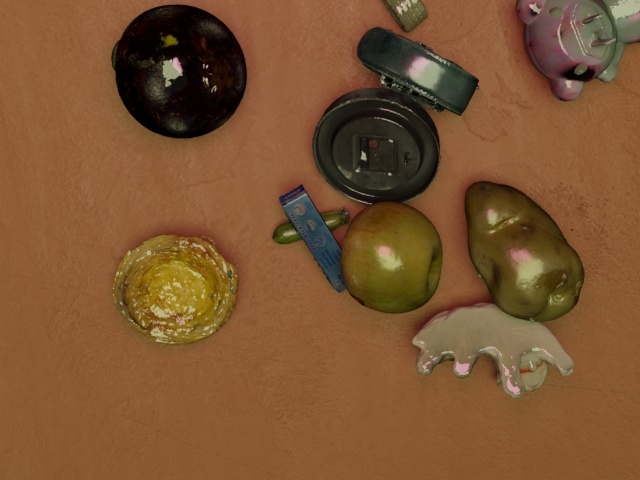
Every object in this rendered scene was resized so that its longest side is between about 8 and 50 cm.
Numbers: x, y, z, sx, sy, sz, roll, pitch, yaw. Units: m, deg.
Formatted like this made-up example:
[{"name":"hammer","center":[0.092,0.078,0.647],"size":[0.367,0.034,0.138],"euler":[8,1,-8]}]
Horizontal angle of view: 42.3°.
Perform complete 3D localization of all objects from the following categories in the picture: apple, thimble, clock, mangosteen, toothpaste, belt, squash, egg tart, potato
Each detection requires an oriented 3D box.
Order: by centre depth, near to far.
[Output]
[{"name":"mangosteen","center":[-0.295,-0.347,1.699],"size":[0.288,0.288,0.288],"euler":[0,103,-2]},{"name":"belt","center":[0.199,-0.353,1.733],"size":[0.267,0.206,0.116],"euler":[27,101,-5]},{"name":"thimble","center":[0.176,-0.504,1.762],"size":[0.062,0.084,0.110],"euler":[-36,89,4]},{"name":"clock","center":[0.122,-0.199,1.776],"size":[0.280,0.055,0.281],"euler":[8,132,9]},{"name":"apple","center":[0.158,0.039,1.800],"size":[0.194,0.261,0.261],"euler":[11,104,24]},{"name":"potato","center":[0.437,0.016,1.825],"size":[0.218,0.202,0.351],"euler":[-26,81,-24]},{"name":"toothpaste","center":[0.000,0.000,1.840],"size":[0.066,0.053,0.272],"euler":[-30,121,4]},{"name":"egg tart","center":[-0.319,0.099,1.871],"size":[0.290,0.107,0.291],"euler":[0,107,-1]},{"name":"squash","center":[-0.022,-0.032,1.877],"size":[0.183,0.052,0.052],"euler":[-18,103,1]}]

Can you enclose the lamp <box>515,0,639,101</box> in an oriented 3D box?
[{"name":"lamp","center":[0.578,-0.449,1.713],"size":[0.301,0.247,0.247],"euler":[-27,105,-4]}]

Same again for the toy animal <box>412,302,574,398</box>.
[{"name":"toy animal","center":[0.376,0.267,1.911],"size":[0.307,0.188,0.266],"euler":[-29,73,-1]}]
